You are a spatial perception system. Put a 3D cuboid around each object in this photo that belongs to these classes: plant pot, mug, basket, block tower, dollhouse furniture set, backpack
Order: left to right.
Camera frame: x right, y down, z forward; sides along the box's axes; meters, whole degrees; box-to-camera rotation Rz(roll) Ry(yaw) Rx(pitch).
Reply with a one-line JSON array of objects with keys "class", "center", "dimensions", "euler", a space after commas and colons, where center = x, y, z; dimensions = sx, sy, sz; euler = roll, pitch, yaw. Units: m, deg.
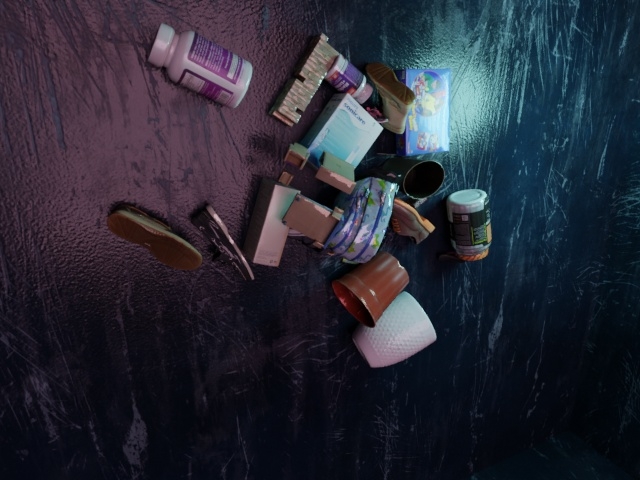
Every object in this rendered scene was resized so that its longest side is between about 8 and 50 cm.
[{"class": "block tower", "center": [-0.061, -0.590, 1.563], "dimensions": [0.097, 0.091, 0.335], "euler": [28, 94, -31]}, {"class": "dollhouse furniture set", "center": [-0.044, -0.168, 1.552], "dimensions": [0.286, 0.198, 0.303], "euler": [26, 115, -9]}, {"class": "backpack", "center": [0.157, -0.088, 1.665], "dimensions": [0.273, 0.290, 0.355], "euler": [9, 81, -25]}, {"class": "plant pot", "center": [0.237, 0.202, 1.889], "dimensions": [0.265, 0.272, 0.272], "euler": [-39, 119, -18]}, {"class": "mug", "center": [0.337, 0.466, 2.030], "dimensions": [0.328, 0.276, 0.374], "euler": [-30, 148, -8]}, {"class": "basket", "center": [0.376, -0.278, 1.796], "dimensions": [0.204, 0.227, 0.154], "euler": [-18, 114, -18]}]

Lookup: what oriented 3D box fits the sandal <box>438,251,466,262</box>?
[{"class": "sandal", "center": [0.675, 0.084, 2.162], "dimensions": [0.179, 0.067, 0.040], "euler": [8, 64, -27]}]

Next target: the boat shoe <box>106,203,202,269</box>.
[{"class": "boat shoe", "center": [-0.570, -0.019, 1.494], "dimensions": [0.342, 0.123, 0.123], "euler": [30, 117, -21]}]

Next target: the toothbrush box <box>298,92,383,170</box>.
[{"class": "toothbrush box", "center": [0.070, -0.397, 1.669], "dimensions": [0.216, 0.126, 0.295], "euler": [34, 91, -29]}]

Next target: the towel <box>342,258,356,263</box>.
[{"class": "towel", "center": [0.143, 0.078, 1.921], "dimensions": [0.083, 0.009, 0.060], "euler": [7, 111, -17]}]

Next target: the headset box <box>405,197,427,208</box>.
[{"class": "headset box", "center": [0.448, -0.188, 1.956], "dimensions": [0.083, 0.062, 0.032], "euler": [-40, 120, -7]}]

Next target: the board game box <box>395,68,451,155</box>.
[{"class": "board game box", "center": [0.442, -0.550, 1.809], "dimensions": [0.233, 0.078, 0.347], "euler": [-10, 107, -22]}]

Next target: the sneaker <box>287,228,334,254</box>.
[{"class": "sneaker", "center": [0.000, 0.000, 1.770], "dimensions": [0.321, 0.126, 0.127], "euler": [0, 101, -27]}]

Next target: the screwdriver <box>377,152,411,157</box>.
[{"class": "screwdriver", "center": [0.325, -0.383, 1.860], "dimensions": [0.170, 0.024, 0.025], "euler": [4, 76, -20]}]

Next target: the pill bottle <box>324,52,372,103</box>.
[{"class": "pill bottle", "center": [0.106, -0.618, 1.622], "dimensions": [0.193, 0.108, 0.108], "euler": [30, 93, -30]}]

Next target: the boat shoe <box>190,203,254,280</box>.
[{"class": "boat shoe", "center": [-0.375, 0.032, 1.603], "dimensions": [0.113, 0.127, 0.340], "euler": [-33, 116, -11]}]

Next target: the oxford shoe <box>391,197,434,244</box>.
[{"class": "oxford shoe", "center": [0.375, -0.095, 1.919], "dimensions": [0.364, 0.130, 0.132], "euler": [33, 98, -30]}]

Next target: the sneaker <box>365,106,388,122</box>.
[{"class": "sneaker", "center": [0.225, -0.511, 1.708], "dimensions": [0.047, 0.119, 0.057], "euler": [-16, 125, -51]}]

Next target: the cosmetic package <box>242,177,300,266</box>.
[{"class": "cosmetic package", "center": [-0.196, -0.072, 1.635], "dimensions": [0.113, 0.160, 0.309], "euler": [13, 102, -30]}]

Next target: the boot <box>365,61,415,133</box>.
[{"class": "boot", "center": [0.267, -0.574, 1.707], "dimensions": [0.095, 0.262, 0.203], "euler": [-35, 159, -16]}]

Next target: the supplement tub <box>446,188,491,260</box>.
[{"class": "supplement tub", "center": [0.727, -0.074, 2.052], "dimensions": [0.194, 0.193, 0.316], "euler": [-22, 115, -17]}]

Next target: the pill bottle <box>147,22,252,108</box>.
[{"class": "pill bottle", "center": [-0.391, -0.569, 1.368], "dimensions": [0.301, 0.169, 0.169], "euler": [20, 98, -30]}]
